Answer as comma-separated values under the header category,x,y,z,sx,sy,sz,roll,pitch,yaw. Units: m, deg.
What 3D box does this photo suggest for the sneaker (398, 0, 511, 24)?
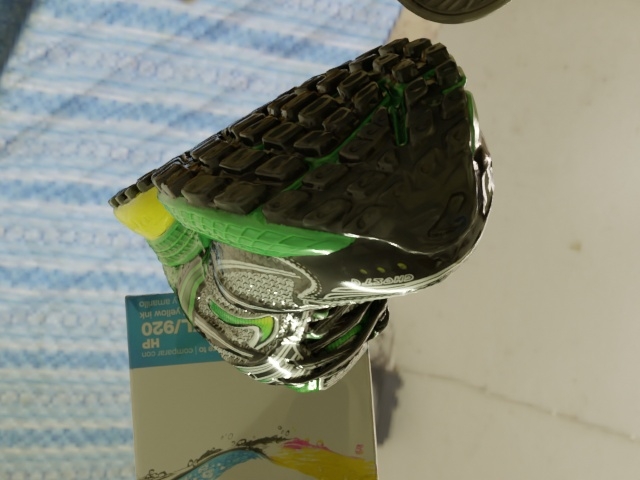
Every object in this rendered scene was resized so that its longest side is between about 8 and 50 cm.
category,x,y,z,sx,sy,sz,roll,pitch,yaw
sneaker,0.009,-0.192,0.437,0.083,0.222,0.118,-23,-162,8

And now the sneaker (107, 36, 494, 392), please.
category,x,y,z,sx,sy,sz,roll,pitch,yaw
sneaker,0.000,0.000,0.565,0.134,0.146,0.343,-33,-173,-15

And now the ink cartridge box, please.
category,x,y,z,sx,sy,sz,roll,pitch,yaw
ink cartridge box,-0.043,0.154,0.844,0.168,0.232,0.171,-5,173,0
